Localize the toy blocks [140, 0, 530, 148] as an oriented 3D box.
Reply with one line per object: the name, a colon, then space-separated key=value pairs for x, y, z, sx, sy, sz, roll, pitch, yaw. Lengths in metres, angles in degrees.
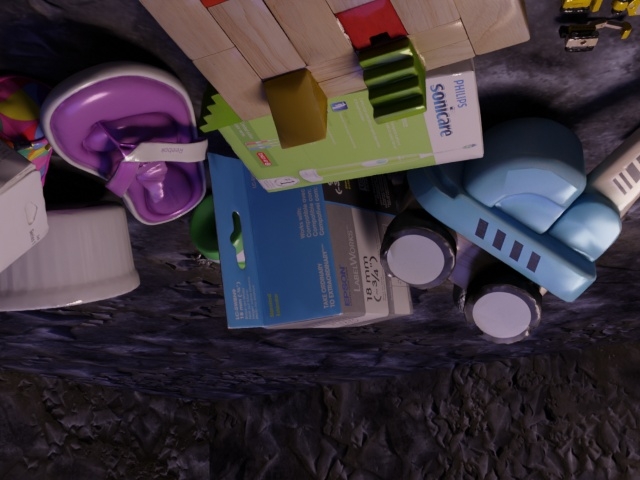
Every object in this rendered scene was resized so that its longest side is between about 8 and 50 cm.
toy blocks: x=-0.002 y=-0.245 z=0.624 sx=0.381 sy=0.191 sz=0.261 roll=-11 pitch=147 yaw=22

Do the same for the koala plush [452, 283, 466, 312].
koala plush: x=0.358 y=0.015 z=1.339 sx=0.221 sy=0.196 sz=0.203 roll=2 pitch=150 yaw=-4

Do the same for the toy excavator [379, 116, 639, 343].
toy excavator: x=0.357 y=-0.066 z=1.023 sx=0.433 sy=0.222 sz=0.445 roll=32 pitch=125 yaw=-3

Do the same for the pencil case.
pencil case: x=-0.393 y=-0.120 z=0.972 sx=0.104 sy=0.104 sz=0.236 roll=7 pitch=160 yaw=-27

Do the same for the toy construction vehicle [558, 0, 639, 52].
toy construction vehicle: x=0.303 y=-0.251 z=0.826 sx=0.098 sy=0.035 sz=0.086 roll=-5 pitch=149 yaw=-2

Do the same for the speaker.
speaker: x=-0.105 y=0.012 z=1.336 sx=0.131 sy=0.131 sz=0.296 roll=-12 pitch=158 yaw=22

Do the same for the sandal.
sandal: x=-0.212 y=-0.100 z=0.973 sx=0.169 sy=0.102 sz=0.416 roll=-34 pitch=165 yaw=-3

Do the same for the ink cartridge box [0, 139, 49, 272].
ink cartridge box: x=-0.443 y=-0.080 z=0.892 sx=0.219 sy=0.092 sz=0.160 roll=35 pitch=148 yaw=8

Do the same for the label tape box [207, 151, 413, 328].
label tape box: x=0.000 y=0.000 z=1.072 sx=0.106 sy=0.241 sz=0.333 roll=-15 pitch=168 yaw=31

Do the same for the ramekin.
ramekin: x=-0.423 y=0.014 z=1.152 sx=0.277 sy=0.135 sz=0.277 roll=-3 pitch=-173 yaw=0

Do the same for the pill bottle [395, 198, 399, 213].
pill bottle: x=0.158 y=-0.018 z=1.327 sx=0.103 sy=0.103 sz=0.184 roll=-1 pitch=159 yaw=-6

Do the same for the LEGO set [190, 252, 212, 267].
LEGO set: x=-0.225 y=0.042 z=1.544 sx=0.083 sy=0.023 sz=0.054 roll=-2 pitch=160 yaw=-3

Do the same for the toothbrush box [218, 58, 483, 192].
toothbrush box: x=0.038 y=-0.167 z=0.877 sx=0.283 sy=0.122 sz=0.206 roll=-7 pitch=159 yaw=13
